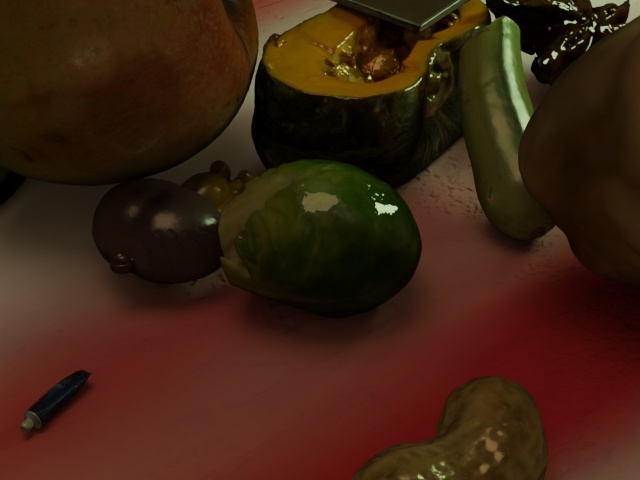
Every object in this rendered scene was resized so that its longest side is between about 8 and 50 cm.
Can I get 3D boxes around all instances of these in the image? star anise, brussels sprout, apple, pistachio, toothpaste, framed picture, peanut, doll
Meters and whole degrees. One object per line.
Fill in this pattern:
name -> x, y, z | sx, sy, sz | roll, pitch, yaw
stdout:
star anise -> 0.287, -0.209, 1.549 | 0.271, 0.103, 0.272 | 18, 35, -14
brussels sprout -> 0.000, -0.005, 1.248 | 0.180, 0.144, 0.161 | -4, 19, 1
apple -> -0.231, -0.214, 1.395 | 0.305, 0.339, 0.338 | -19, 32, 13
pistachio -> 0.391, -0.084, 1.177 | 0.445, 0.281, 0.365 | -8, 40, 5
toothpaste -> -0.228, 0.137, 1.193 | 0.027, 0.019, 0.083 | -11, 24, 40
framed picture -> 0.078, -0.270, 1.510 | 0.149, 0.011, 0.109 | 25, 42, 30
peanut -> 0.093, 0.176, 1.016 | 0.229, 0.098, 0.103 | -32, 68, -36
doll -> -0.129, -0.014, 1.339 | 0.188, 0.096, 0.145 | -16, 40, -31

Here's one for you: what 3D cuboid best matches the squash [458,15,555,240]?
squash -> 0.182, -0.109, 1.374 | 0.083, 0.083, 0.250 | -7, 57, -1

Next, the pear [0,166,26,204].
pear -> -0.505, -0.159, 1.522 | 0.398, 0.165, 0.399 | -4, 39, 3

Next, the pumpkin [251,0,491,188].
pumpkin -> 0.043, -0.174, 1.497 | 0.221, 0.139, 0.317 | 18, 42, 27
